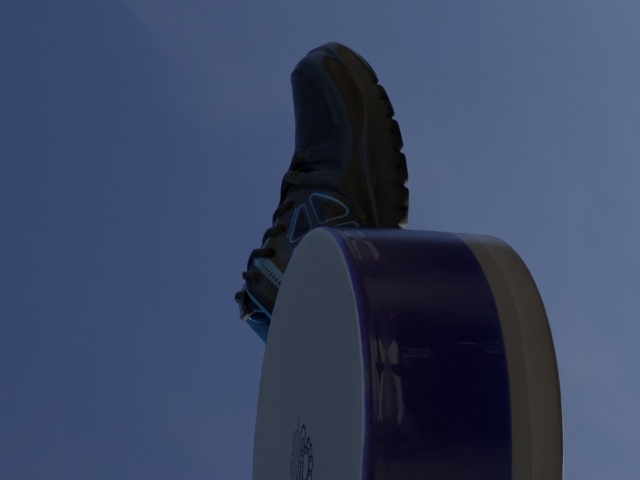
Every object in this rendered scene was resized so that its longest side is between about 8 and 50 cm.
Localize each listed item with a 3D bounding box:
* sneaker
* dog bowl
[{"bbox_3d":[0.000,0.000,1.119,0.125,0.139,0.341,92,171,-64],"label":"sneaker"},{"bbox_3d":[0.037,0.124,0.828,0.104,0.265,0.265,4,-131,-13],"label":"dog bowl"}]
